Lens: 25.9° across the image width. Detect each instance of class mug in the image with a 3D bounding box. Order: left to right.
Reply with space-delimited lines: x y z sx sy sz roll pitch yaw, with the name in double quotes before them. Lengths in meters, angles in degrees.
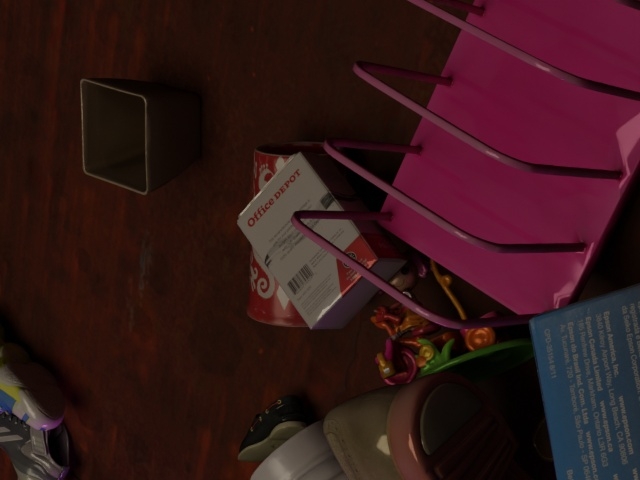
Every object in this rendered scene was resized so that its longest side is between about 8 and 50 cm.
"mug" -0.003 -0.009 1.390 0.150 0.113 0.169 4 103 23

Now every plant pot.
"plant pot" -0.190 -0.122 1.525 0.109 0.096 0.109 19 116 39

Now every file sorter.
"file sorter" 0.134 -0.095 1.113 0.202 0.182 0.291 34 110 31

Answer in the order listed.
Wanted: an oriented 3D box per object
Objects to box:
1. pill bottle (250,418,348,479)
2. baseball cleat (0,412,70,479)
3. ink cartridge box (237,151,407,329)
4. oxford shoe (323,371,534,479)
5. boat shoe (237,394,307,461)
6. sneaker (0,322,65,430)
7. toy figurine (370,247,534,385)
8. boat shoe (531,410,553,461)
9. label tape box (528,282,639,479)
"pill bottle" 0.050 0.319 1.408 0.272 0.152 0.152 51 133 18
"baseball cleat" -0.405 0.252 1.896 0.206 0.072 0.109 44 114 21
"ink cartridge box" 0.000 0.000 1.283 0.099 0.056 0.135 -47 63 24
"oxford shoe" 0.145 0.285 1.276 0.146 0.140 0.397 -12 114 45
"boat shoe" -0.054 0.213 1.552 0.133 0.049 0.042 -47 43 49
"sneaker" -0.433 0.202 1.857 0.240 0.091 0.126 44 105 38
"toy figurine" 0.099 0.056 1.297 0.173 0.130 0.159 -25 72 19
"boat shoe" 0.242 0.147 1.229 0.064 0.060 0.178 57 134 13
"label tape box" 0.338 0.132 1.020 0.333 0.106 0.241 -20 63 30
